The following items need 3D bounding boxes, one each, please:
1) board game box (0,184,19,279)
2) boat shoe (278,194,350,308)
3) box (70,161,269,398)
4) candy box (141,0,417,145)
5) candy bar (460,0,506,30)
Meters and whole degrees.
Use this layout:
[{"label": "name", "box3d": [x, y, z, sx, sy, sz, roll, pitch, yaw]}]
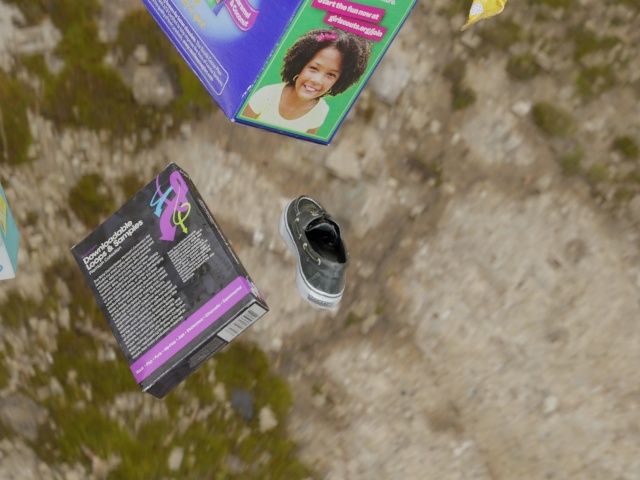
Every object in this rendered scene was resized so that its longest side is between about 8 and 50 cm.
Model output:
[{"label": "board game box", "box3d": [-0.489, -0.085, 1.788, 0.253, 0.336, 0.079, -9, 43, 2]}, {"label": "boat shoe", "box3d": [0.000, 0.000, 1.316, 0.049, 0.142, 0.040, 14, 119, -18]}, {"label": "box", "box3d": [-0.122, 0.030, 1.327, 0.116, 0.029, 0.162, -39, 55, 10]}, {"label": "candy box", "box3d": [-0.016, -0.290, 1.433, 0.122, 0.317, 0.268, 9, 33, -40]}, {"label": "candy bar", "box3d": [0.141, -0.221, 1.271, 0.018, 0.040, 0.161, 37, 53, -24]}]
